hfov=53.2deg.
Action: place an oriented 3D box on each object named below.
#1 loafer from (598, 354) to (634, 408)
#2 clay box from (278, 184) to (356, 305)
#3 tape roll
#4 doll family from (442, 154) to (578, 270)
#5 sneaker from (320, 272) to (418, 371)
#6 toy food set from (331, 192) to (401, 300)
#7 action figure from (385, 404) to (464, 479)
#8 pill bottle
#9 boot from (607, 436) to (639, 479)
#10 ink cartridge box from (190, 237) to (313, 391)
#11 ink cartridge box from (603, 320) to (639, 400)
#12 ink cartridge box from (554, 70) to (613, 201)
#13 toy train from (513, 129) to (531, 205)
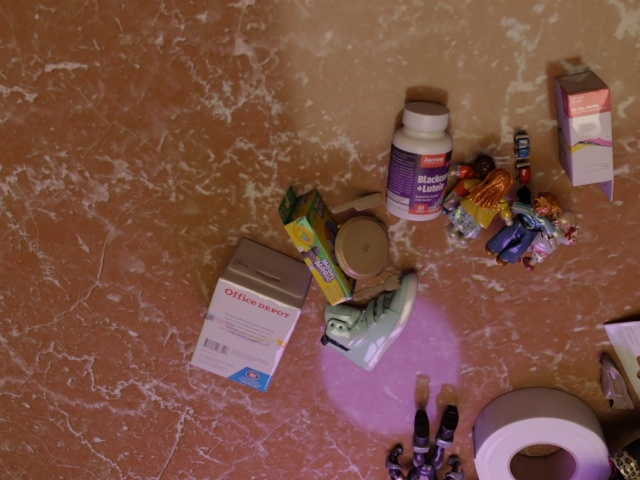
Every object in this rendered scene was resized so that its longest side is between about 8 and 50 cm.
[{"bbox_3d":[0.610,0.303,1.333,0.050,0.056,0.148,-26,111,15],"label":"loafer"},{"bbox_3d":[0.000,0.000,1.233,0.053,0.127,0.222,-21,113,20],"label":"clay box"},{"bbox_3d":[0.485,0.467,1.419,0.286,0.100,0.286,4,119,7],"label":"tape roll"},{"bbox_3d":[0.333,-0.040,1.126,0.263,0.118,0.163,33,129,2],"label":"doll family"},{"bbox_3d":[0.092,0.150,1.318,0.151,0.094,0.255,27,118,-3],"label":"sneaker"},{"bbox_3d":[0.081,0.013,1.233,0.132,0.039,0.192,-16,97,-28],"label":"toy food set"},{"bbox_3d":[0.251,0.516,1.492,0.186,0.099,0.284,5,123,-1],"label":"action figure"},{"bbox_3d":[0.177,-0.142,1.137,0.108,0.108,0.193,7,119,6],"label":"pill bottle"},{"bbox_3d":[0.704,0.464,1.341,0.179,0.085,0.236,-32,129,2],"label":"boot"},{"bbox_3d":[-0.138,0.151,1.315,0.171,0.168,0.232,23,119,-3],"label":"ink cartridge box"},{"bbox_3d":[0.810,0.220,1.260,0.385,0.091,0.308,-18,115,37],"label":"ink cartridge box"},{"bbox_3d":[0.442,-0.169,1.072,0.067,0.115,0.198,-9,116,13],"label":"ink cartridge box"},{"bbox_3d":[0.367,-0.123,1.156,0.027,0.036,0.158,-6,117,13],"label":"toy train"}]
